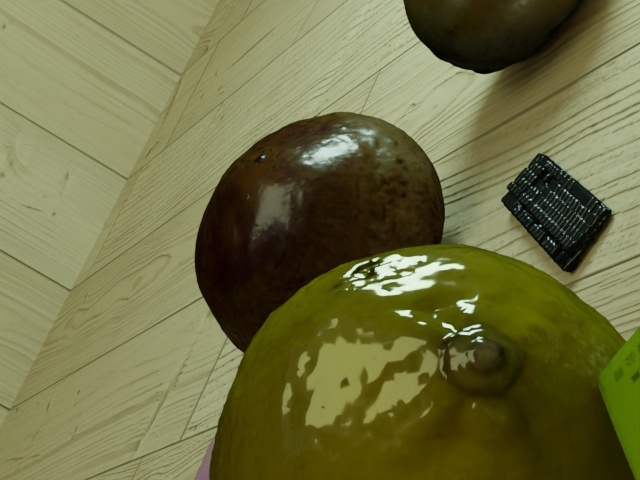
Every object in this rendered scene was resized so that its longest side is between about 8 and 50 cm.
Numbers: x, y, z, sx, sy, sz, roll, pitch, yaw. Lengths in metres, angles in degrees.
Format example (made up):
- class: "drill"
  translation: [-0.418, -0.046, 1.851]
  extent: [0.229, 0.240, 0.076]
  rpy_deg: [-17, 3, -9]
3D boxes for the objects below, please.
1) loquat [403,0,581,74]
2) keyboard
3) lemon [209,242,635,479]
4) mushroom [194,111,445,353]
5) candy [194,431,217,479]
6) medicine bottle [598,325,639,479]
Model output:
- class: "loquat"
  translation: [0.164, -0.263, 1.662]
  extent: [0.227, 0.179, 0.179]
  rpy_deg: [-54, 14, 46]
- class: "keyboard"
  translation: [0.188, -0.027, 1.429]
  extent: [0.060, 0.018, 0.195]
  rpy_deg: [-53, 17, 8]
- class: "lemon"
  translation: [0.070, 0.134, 1.018]
  extent: [0.322, 0.268, 0.268]
  rpy_deg: [-53, 13, 57]
- class: "mushroom"
  translation: [-0.011, -0.007, 1.674]
  extent: [0.263, 0.195, 0.283]
  rpy_deg: [-61, 15, 13]
- class: "candy"
  translation: [-0.028, 0.229, 1.352]
  extent: [0.265, 0.155, 0.116]
  rpy_deg: [-65, 14, -23]
- class: "medicine bottle"
  translation: [0.238, 0.105, 0.806]
  extent: [0.137, 0.141, 0.250]
  rpy_deg: [-50, 17, 18]
